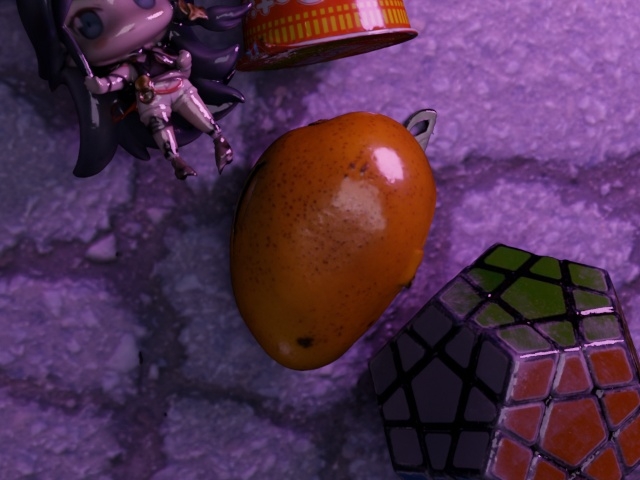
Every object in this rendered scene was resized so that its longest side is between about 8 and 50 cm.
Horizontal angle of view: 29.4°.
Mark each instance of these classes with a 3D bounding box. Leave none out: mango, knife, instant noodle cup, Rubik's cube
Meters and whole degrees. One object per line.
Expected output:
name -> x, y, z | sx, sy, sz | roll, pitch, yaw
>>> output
mango -> 0.000, 0.000, 1.278 | 0.191, 0.160, 0.290 | 17, 100, -13
knife -> 0.065, -0.014, 1.362 | 0.043, 0.020, 0.293 | 22, 90, -15
instant noodle cup -> -0.014, -0.292, 1.231 | 0.193, 0.193, 0.212 | -12, 93, -14
Rubik's cube -> 0.208, 0.162, 1.295 | 0.319, 0.319, 0.264 | 30, 64, -17

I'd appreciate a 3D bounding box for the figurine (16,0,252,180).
figurine -> -0.186, -0.186, 1.174 | 0.175, 0.197, 0.265 | -25, 107, -37
